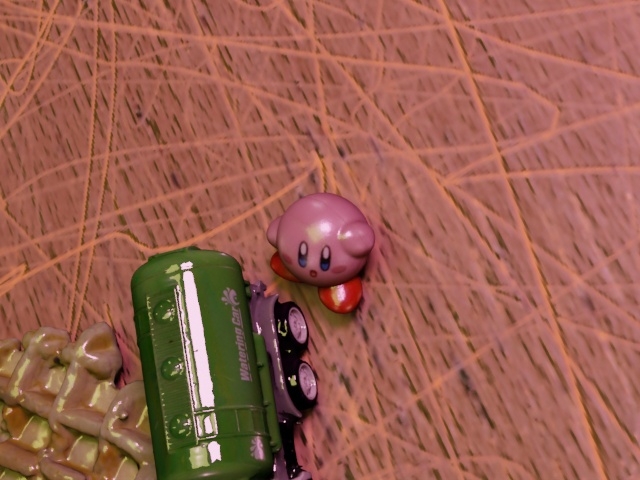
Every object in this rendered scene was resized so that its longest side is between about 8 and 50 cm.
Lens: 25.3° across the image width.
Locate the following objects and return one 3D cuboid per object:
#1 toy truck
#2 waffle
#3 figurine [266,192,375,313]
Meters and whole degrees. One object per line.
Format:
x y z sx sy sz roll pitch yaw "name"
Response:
-0.066 0.126 0.986 0.101 0.125 0.242 -17 73 21 "toy truck"
-0.241 0.218 1.089 0.309 0.056 0.291 -23 69 19 "waffle"
0.000 0.000 1.013 0.083 0.071 0.067 18 45 20 "figurine"
